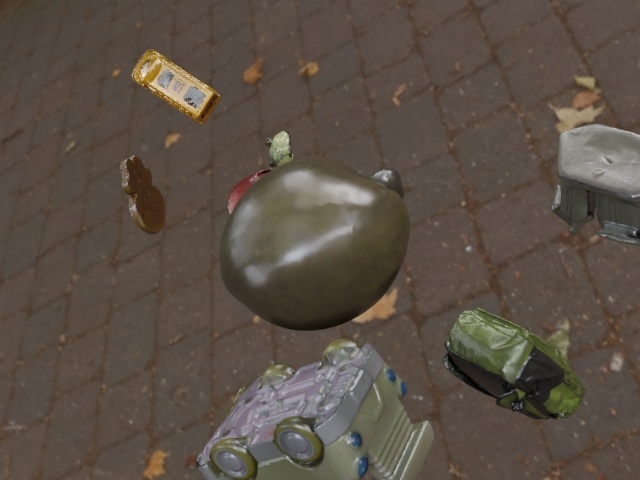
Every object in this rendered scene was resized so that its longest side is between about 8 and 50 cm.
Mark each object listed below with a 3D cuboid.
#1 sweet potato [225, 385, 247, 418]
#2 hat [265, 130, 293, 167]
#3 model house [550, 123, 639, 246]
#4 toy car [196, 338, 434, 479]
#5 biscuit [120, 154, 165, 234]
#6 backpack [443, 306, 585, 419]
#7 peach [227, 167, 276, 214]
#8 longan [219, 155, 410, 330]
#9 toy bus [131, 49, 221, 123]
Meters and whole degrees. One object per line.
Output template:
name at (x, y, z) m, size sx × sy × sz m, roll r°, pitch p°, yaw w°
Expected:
sweet potato at (-0.104, 0.415, 1.616) m, size 0.124 × 0.098 × 0.309 m, roll -25°, pitch 64°, yaw 13°
hat at (-0.090, -0.199, 1.862) m, size 0.059 × 0.077 × 0.076 m, roll -13°, pitch 54°, yaw -4°
model house at (0.479, -0.068, 1.336) m, size 0.229 × 0.188 × 0.122 m, roll 20°, pitch 52°, yaw 34°
toy car at (-0.010, 0.336, 1.411) m, size 0.336 × 0.226 × 0.242 m, roll -28°, pitch 16°, yaw 38°
biscuit at (-0.387, -0.098, 1.820) m, size 0.026 × 0.175 × 0.124 m, roll -14°, pitch 14°, yaw 21°
backpack at (0.346, 0.231, 1.477) m, size 0.140 × 0.253 × 0.207 m, roll -57°, pitch 32°, yaw -4°
peach at (-0.075, -0.082, 1.518) m, size 0.189 × 0.068 × 0.279 m, roll 9°, pitch 29°, yaw 8°
longan at (0.000, 0.000, 1.196) m, size 0.300 × 0.243 × 0.300 m, roll -22°, pitch 26°, yaw 11°
toy bus at (-0.266, -0.282, 1.517) m, size 0.069 × 0.162 × 0.074 m, roll -57°, pitch -2°, yaw 2°
